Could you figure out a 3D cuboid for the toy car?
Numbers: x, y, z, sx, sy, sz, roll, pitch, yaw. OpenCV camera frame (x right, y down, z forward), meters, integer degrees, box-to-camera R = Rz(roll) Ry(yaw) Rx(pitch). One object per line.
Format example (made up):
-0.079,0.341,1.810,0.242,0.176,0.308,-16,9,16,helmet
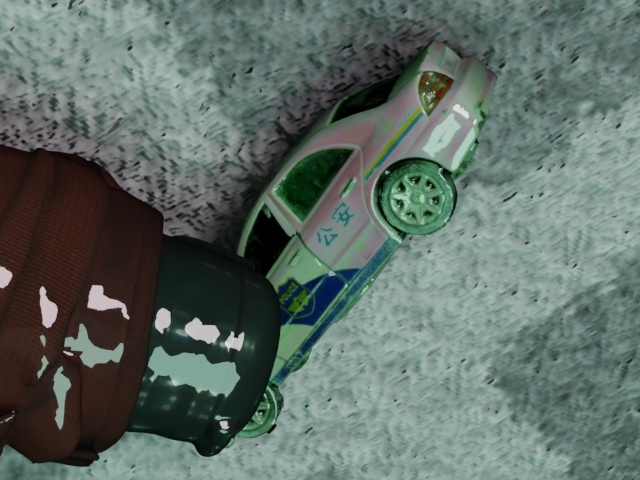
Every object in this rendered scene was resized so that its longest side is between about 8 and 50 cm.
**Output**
0.000,0.000,0.824,0.076,0.090,0.224,37,112,-5,toy car

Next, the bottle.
-0.152,0.018,0.746,0.271,0.156,0.143,16,150,-12,bottle
